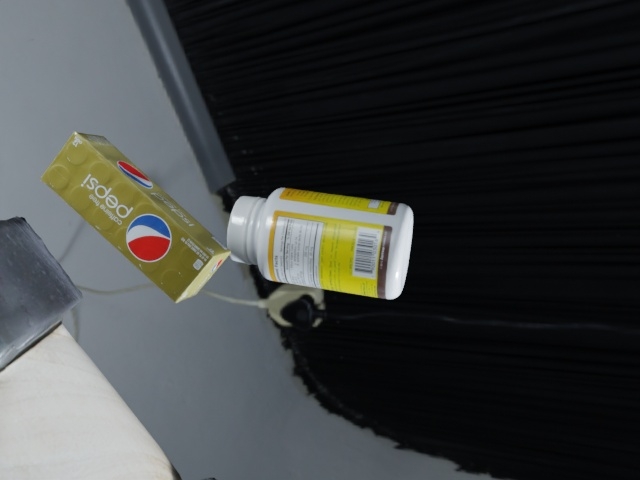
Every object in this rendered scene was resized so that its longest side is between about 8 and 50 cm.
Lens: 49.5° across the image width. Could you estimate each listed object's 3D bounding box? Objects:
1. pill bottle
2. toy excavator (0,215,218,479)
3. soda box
[{"bbox_3d":[0.000,0.000,0.851,0.117,0.214,0.117,9,90,-78],"label":"pill bottle"},{"bbox_3d":[-0.310,0.226,0.315,0.222,0.432,0.445,57,44,-9],"label":"toy excavator"},{"bbox_3d":[-0.178,-0.024,0.677,0.061,0.181,0.058,-49,175,10],"label":"soda box"}]
